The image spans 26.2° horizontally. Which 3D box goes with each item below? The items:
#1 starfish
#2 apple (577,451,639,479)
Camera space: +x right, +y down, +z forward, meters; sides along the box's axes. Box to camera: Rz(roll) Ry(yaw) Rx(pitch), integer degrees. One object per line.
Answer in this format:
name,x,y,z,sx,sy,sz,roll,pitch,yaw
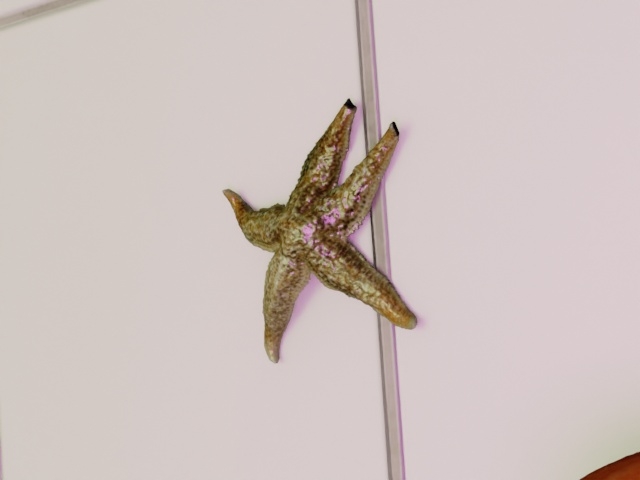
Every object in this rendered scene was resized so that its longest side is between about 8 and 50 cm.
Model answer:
starfish,-0.001,0.000,1.048,0.217,0.050,0.224,33,117,28
apple,0.217,0.217,0.751,0.218,0.201,0.218,2,93,49
